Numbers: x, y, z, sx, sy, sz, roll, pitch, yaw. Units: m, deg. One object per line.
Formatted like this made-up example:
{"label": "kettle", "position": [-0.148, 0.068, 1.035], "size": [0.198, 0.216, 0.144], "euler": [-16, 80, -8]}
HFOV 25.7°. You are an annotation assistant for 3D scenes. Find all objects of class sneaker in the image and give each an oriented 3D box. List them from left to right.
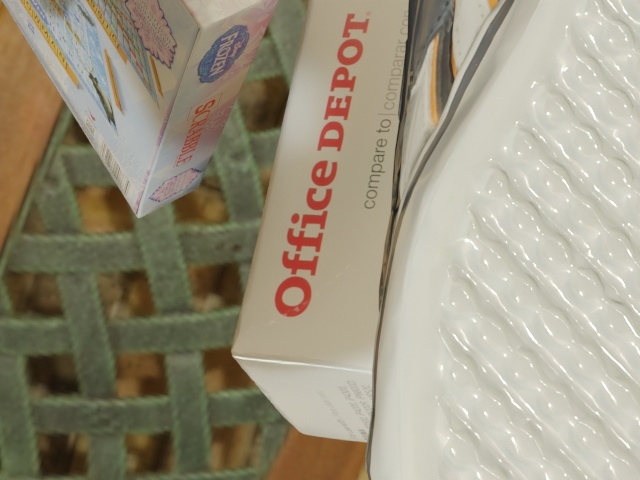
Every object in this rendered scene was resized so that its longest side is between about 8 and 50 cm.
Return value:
{"label": "sneaker", "position": [0.081, -0.039, 0.375], "size": [0.127, 0.126, 0.321], "euler": [137, 145, -79]}

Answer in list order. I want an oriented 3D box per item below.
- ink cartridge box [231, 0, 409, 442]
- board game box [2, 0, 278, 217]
{"label": "ink cartridge box", "position": [0.164, -0.008, 0.888], "size": [0.385, 0.160, 0.279], "euler": [3, 65, 19]}
{"label": "board game box", "position": [-0.168, -0.215, 1.027], "size": [0.318, 0.066, 0.318], "euler": [57, 157, 9]}
